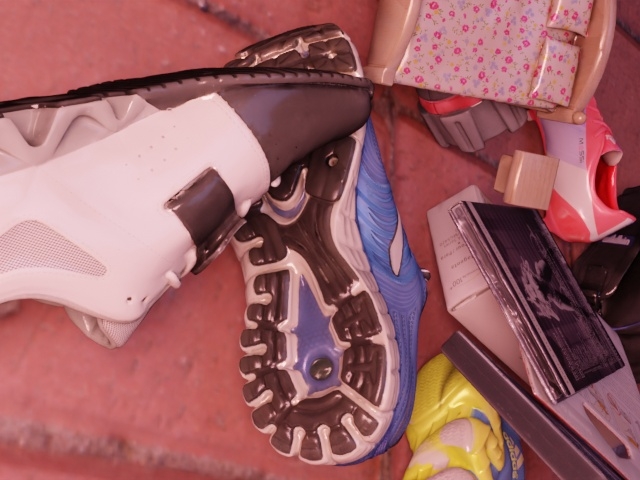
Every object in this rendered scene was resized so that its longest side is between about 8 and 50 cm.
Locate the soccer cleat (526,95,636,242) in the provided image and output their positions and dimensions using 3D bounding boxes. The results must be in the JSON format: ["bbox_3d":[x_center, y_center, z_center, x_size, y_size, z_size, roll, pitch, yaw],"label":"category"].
[{"bbox_3d":[0.270,-0.119,1.127,0.083,0.095,0.247,10,71,-48],"label":"soccer cleat"}]

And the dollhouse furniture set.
[{"bbox_3d":[0.123,-0.201,0.787,0.303,0.174,0.355,6,99,-28],"label":"dollhouse furniture set"}]

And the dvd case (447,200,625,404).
[{"bbox_3d":[0.183,0.045,0.880,0.164,0.018,0.221,63,23,13],"label":"dvd case"}]

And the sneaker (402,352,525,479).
[{"bbox_3d":[0.114,0.206,0.835,0.126,0.091,0.240,49,45,-30],"label":"sneaker"}]

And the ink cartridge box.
[{"bbox_3d":[0.207,0.114,0.938,0.275,0.060,0.238,41,29,-34],"label":"ink cartridge box"}]

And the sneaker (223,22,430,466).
[{"bbox_3d":[0.000,0.000,0.762,0.147,0.130,0.329,41,40,-64],"label":"sneaker"}]

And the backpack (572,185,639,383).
[{"bbox_3d":[0.437,0.029,1.164,0.213,0.277,0.263,55,36,-30],"label":"backpack"}]

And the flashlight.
[{"bbox_3d":[0.080,-0.218,0.912,0.304,0.103,0.103,54,17,-31],"label":"flashlight"}]

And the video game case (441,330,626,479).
[{"bbox_3d":[0.216,0.188,0.793,0.026,0.196,0.274,-47,124,4],"label":"video game case"}]

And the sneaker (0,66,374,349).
[{"bbox_3d":[-0.105,-0.021,0.617,0.331,0.122,0.146,-17,105,-32],"label":"sneaker"}]
